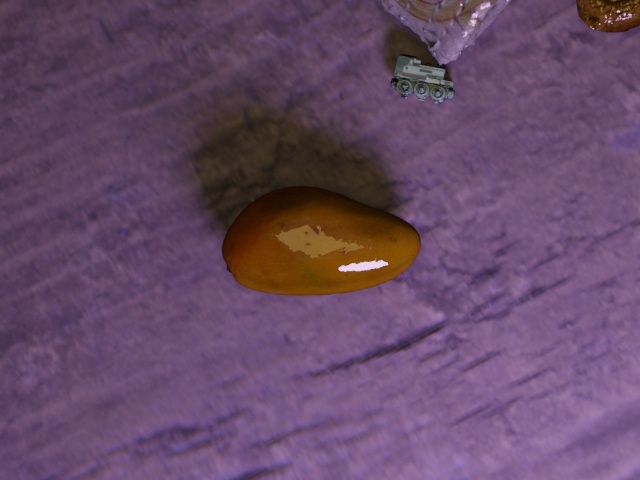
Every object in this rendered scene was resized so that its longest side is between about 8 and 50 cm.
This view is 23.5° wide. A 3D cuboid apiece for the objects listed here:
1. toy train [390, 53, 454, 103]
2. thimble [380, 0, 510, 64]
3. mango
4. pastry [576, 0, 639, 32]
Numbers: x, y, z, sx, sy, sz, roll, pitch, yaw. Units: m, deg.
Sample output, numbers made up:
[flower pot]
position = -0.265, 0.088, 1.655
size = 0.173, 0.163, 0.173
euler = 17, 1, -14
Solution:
[toy train]
position = 0.132, -0.205, 1.969
size = 0.083, 0.033, 0.053
euler = 11, 86, 9
[thimble]
position = 0.166, -0.329, 1.919
size = 0.143, 0.137, 0.190
euler = 41, 109, 6
[mango]
position = 0.000, 0.000, 1.943
size = 0.253, 0.113, 0.139
euler = -1, 90, 8
[pastry]
position = 0.369, -0.311, 1.924
size = 0.097, 0.057, 0.109
euler = 37, 92, 14
